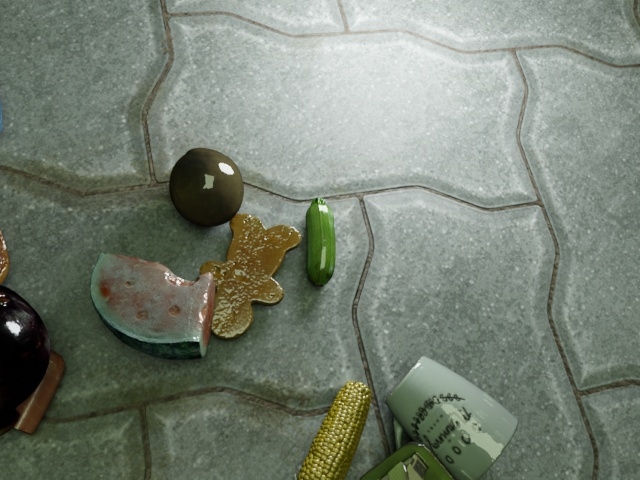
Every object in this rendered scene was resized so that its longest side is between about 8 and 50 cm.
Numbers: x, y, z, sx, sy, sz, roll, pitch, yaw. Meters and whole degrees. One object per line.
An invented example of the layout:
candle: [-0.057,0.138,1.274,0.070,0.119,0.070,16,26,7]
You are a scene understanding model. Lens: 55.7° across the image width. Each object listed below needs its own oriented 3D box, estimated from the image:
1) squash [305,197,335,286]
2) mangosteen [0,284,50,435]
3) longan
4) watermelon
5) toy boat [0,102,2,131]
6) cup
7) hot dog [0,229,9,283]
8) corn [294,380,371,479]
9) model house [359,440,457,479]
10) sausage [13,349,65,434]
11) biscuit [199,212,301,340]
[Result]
squash: [0.000,0.000,1.419,0.068,0.077,0.219,6,66,-18]
mangosteen: [-0.642,0.232,1.102,0.274,0.275,0.303,19,105,-4]
longan: [-0.259,-0.122,1.373,0.167,0.168,0.187,-20,53,-18]
watermelon: [-0.333,0.135,1.265,0.318,0.148,0.226,36,62,25]
toy boat: [-0.786,-0.337,1.376,0.100,0.097,0.223,-16,74,-20]
cup: [0.241,0.398,1.277,0.234,0.186,0.258,38,94,14]
hot dog: [-0.736,0.023,1.245,0.160,0.099,0.227,-11,71,-15]
corn: [0.033,0.416,1.257,0.091,0.091,0.260,30,65,-8]
model house: [0.152,0.548,1.103,0.218,0.278,0.205,47,112,8]
sausage: [-0.559,0.292,1.200,0.065,0.065,0.170,21,65,-3]
biscuit: [-0.170,0.083,1.366,0.196,0.049,0.302,18,66,3]
